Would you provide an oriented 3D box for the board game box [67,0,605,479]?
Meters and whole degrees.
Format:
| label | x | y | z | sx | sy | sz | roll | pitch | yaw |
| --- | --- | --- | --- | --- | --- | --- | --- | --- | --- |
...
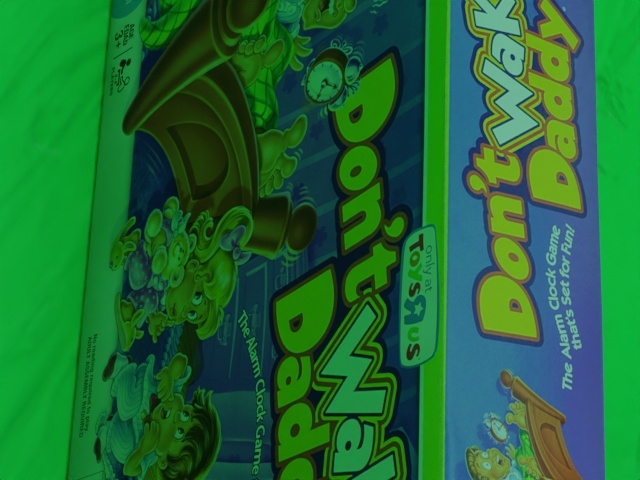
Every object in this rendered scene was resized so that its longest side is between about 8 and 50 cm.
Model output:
| label | x | y | z | sx | sy | sz | roll | pitch | yaw |
| --- | --- | --- | --- | --- | --- | --- | --- | --- | --- |
| board game box | 0.000 | 0.000 | 0.710 | 0.078 | 0.233 | 0.347 | 20 | 61 | -34 |
